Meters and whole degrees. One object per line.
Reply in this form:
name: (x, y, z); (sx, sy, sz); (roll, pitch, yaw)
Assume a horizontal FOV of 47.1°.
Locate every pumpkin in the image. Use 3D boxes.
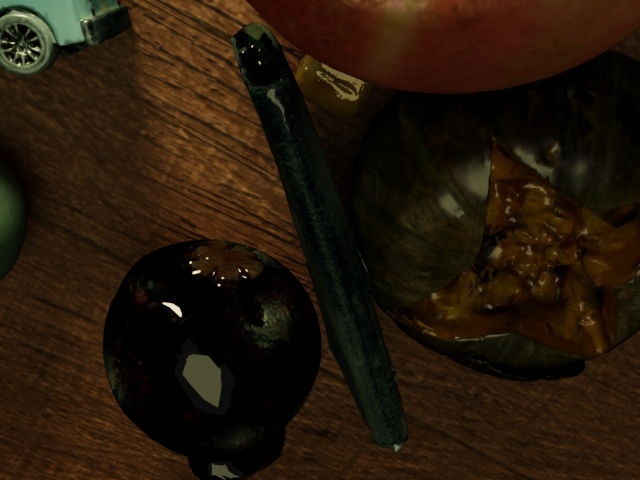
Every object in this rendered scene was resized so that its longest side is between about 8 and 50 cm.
pumpkin: (0.175, -0.025, 0.646); (0.321, 0.192, 0.320); (-2, 127, -2)

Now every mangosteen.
mangosteen: (-0.106, 0.113, 0.719); (0.243, 0.243, 0.242); (0, 118, 0)

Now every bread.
bread: (0.034, -0.176, 0.653); (0.074, 0.053, 0.132); (32, 112, -16)

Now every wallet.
wallet: (0.000, 0.000, 0.670); (0.046, 0.190, 0.378); (-21, 120, -5)

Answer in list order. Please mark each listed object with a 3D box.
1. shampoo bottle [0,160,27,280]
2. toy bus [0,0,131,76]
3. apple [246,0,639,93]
shampoo bottle: (-0.455, -0.027, 0.682); (0.350, 0.151, 0.221); (5, 123, -3)
toy bus: (-0.314, -0.212, 0.594); (0.272, 0.133, 0.164); (-9, 113, 3)
apple: (0.087, -0.280, 0.444); (0.364, 0.364, 0.363); (0, 118, 0)
